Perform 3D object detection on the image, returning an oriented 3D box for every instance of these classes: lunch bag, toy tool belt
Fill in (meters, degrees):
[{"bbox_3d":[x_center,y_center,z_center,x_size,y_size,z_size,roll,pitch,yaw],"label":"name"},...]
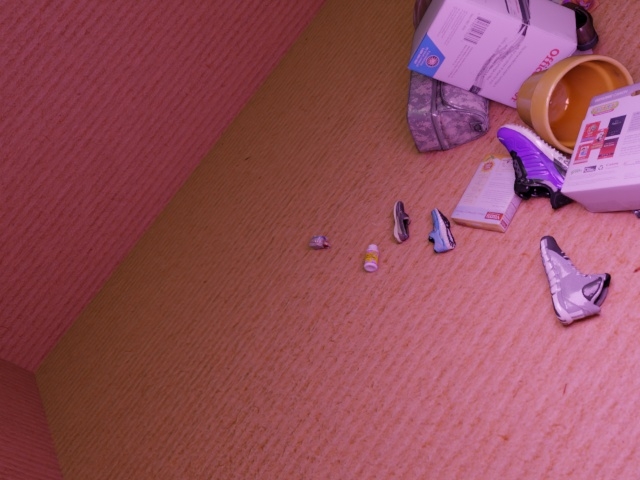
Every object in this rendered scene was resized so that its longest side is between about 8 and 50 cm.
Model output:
[{"bbox_3d":[0.434,-0.465,1.913,0.255,0.213,0.305,-3,55,22],"label":"lunch bag"},{"bbox_3d":[0.000,0.000,2.057,0.083,0.052,0.051,-8,60,42],"label":"toy tool belt"}]

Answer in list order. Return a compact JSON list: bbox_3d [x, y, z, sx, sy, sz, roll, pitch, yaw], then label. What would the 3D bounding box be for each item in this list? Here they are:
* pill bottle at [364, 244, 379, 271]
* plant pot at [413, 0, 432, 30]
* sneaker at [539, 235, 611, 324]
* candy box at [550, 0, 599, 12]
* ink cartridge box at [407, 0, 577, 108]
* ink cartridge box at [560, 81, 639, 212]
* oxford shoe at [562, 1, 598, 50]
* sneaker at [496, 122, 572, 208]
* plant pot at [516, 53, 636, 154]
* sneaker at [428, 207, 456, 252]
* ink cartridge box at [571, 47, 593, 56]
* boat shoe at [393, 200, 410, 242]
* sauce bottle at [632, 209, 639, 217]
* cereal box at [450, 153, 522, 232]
[{"bbox_3d":[0.163,0.055,1.838,0.043,0.043,0.083,-20,44,34],"label":"pill bottle"},{"bbox_3d":[0.479,-0.759,1.948,0.323,0.280,0.324,175,90,-65],"label":"plant pot"},{"bbox_3d":[0.597,0.078,1.337,0.132,0.086,0.229,-19,54,28],"label":"sneaker"},{"bbox_3d":[0.793,-0.741,1.861,0.186,0.109,0.053,-42,36,11],"label":"candy box"},{"bbox_3d":[0.499,-0.591,1.704,0.285,0.394,0.166,122,164,-58],"label":"ink cartridge box"},{"bbox_3d":[0.742,-0.218,1.305,0.309,0.130,0.272,-2,65,65],"label":"ink cartridge box"},{"bbox_3d":[0.765,-0.667,1.726,0.082,0.096,0.227,-30,38,24],"label":"oxford shoe"},{"bbox_3d":[0.557,-0.193,1.545,0.146,0.102,0.293,-48,56,9],"label":"sneaker"},{"bbox_3d":[0.661,-0.371,1.561,0.254,0.254,0.239,-45,19,5],"label":"plant pot"},{"bbox_3d":[0.345,-0.030,1.711,0.073,0.063,0.162,-32,38,27],"label":"sneaker"},{"bbox_3d":[0.759,-0.599,1.803,0.150,0.063,0.109,-22,43,31],"label":"ink cartridge box"},{"bbox_3d":[0.264,-0.062,1.839,0.049,0.056,0.152,-16,56,30],"label":"boat shoe"},{"bbox_3d":[0.784,-0.095,1.324,0.128,0.042,0.042,-37,36,28],"label":"sauce bottle"},{"bbox_3d":[0.502,-0.142,1.660,0.173,0.047,0.240,15,69,52],"label":"cereal box"}]
